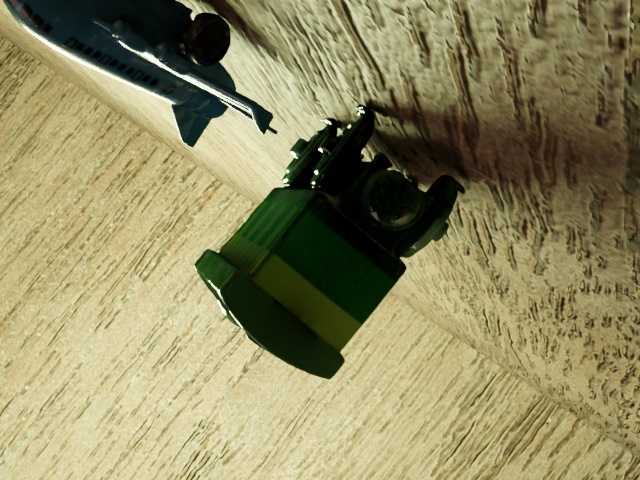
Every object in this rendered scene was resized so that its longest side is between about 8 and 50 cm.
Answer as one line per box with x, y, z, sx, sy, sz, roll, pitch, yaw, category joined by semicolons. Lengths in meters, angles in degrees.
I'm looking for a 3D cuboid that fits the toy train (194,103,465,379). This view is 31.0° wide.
0.000;0.000;0.954;0.120;0.202;0.301;40;175;-9;toy train

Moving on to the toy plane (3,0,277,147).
-0.148;-0.164;0.920;0.254;0.105;0.271;30;173;40;toy plane
